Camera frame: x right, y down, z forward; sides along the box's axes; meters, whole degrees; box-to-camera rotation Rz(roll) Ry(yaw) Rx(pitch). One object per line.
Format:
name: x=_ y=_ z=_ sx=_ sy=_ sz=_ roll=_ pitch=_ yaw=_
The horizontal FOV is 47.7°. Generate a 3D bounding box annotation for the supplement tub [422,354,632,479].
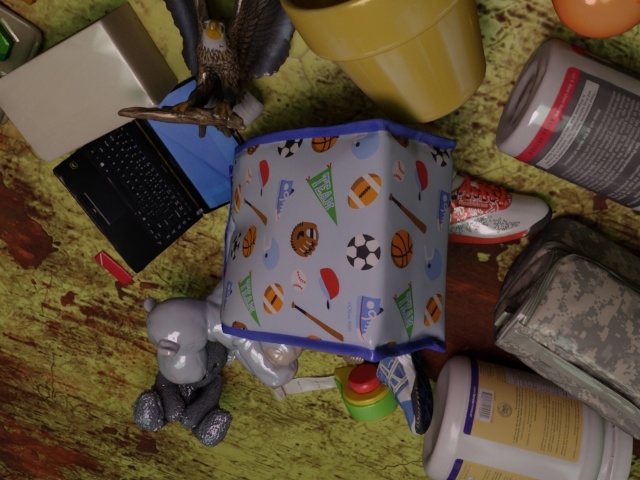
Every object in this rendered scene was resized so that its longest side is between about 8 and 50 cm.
supplement tub: x=0.376 y=0.365 z=1.351 sx=0.331 sy=0.241 sz=0.241 roll=14 pitch=125 yaw=3

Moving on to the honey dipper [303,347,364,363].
honey dipper: x=0.020 y=0.218 z=1.413 sx=0.160 sy=0.030 sz=0.030 roll=15 pitch=133 yaw=-39

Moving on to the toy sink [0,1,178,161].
toy sink: x=-0.379 y=-0.256 z=1.177 sx=0.234 sy=0.131 sz=0.153 roll=-23 pitch=116 yaw=20

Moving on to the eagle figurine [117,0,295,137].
eagle figurine: x=-0.149 y=-0.311 z=1.073 sx=0.226 sy=0.298 sz=0.225 roll=11 pitch=174 yaw=-36

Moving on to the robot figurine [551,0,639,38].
robot figurine: x=0.351 y=-0.330 z=0.904 sx=0.128 sy=0.219 sz=0.158 roll=-32 pitch=111 yaw=29

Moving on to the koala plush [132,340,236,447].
koala plush: x=-0.259 y=0.268 z=1.495 sx=0.196 sy=0.203 sz=0.221 roll=17 pitch=105 yaw=-9

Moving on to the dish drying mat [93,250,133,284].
dish drying mat: x=-0.420 y=0.056 z=1.468 sx=0.032 sy=0.008 sz=0.083 roll=-34 pitch=110 yaw=28

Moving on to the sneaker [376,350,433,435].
sneaker: x=0.158 y=0.268 z=1.383 sx=0.081 sy=0.211 sz=0.080 roll=-21 pitch=158 yaw=23

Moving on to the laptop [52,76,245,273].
laptop: x=-0.267 y=-0.109 z=1.243 sx=0.136 sy=0.264 sz=0.234 roll=5 pitch=133 yaw=56

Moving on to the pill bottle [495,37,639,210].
pill bottle: x=0.431 y=-0.148 z=1.035 sx=0.318 sy=0.176 sz=0.176 roll=23 pitch=125 yaw=-3

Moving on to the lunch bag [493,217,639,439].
lunch bag: x=0.433 y=0.147 z=1.149 sx=0.305 sy=0.256 sz=0.212 roll=33 pitch=130 yaw=4

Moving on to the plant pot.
plant pot: x=0.108 y=-0.297 z=0.983 sx=0.254 sy=0.254 sz=0.239 roll=-17 pitch=134 yaw=22

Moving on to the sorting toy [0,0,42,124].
sorting toy: x=-0.582 y=-0.361 z=1.206 sx=0.229 sy=0.041 sz=0.307 roll=34 pitch=124 yaw=-11

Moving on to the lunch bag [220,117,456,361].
lunch bag: x=0.000 y=0.000 z=1.115 sx=0.385 sy=0.239 sz=0.328 roll=0 pitch=85 yaw=41

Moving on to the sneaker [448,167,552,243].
sneaker: x=0.233 y=-0.074 z=1.182 sx=0.270 sy=0.090 sz=0.145 roll=-5 pitch=124 yaw=19

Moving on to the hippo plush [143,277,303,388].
hippo plush: x=-0.182 y=0.169 z=1.305 sx=0.236 sy=0.234 sz=0.294 roll=-18 pitch=132 yaw=-25

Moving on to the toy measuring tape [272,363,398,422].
toy measuring tape: x=0.043 y=0.319 z=1.474 sx=0.330 sy=0.121 sz=0.121 roll=-11 pitch=120 yaw=19
